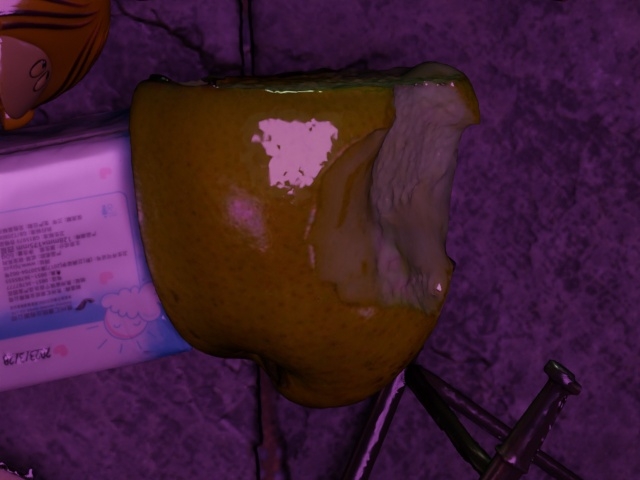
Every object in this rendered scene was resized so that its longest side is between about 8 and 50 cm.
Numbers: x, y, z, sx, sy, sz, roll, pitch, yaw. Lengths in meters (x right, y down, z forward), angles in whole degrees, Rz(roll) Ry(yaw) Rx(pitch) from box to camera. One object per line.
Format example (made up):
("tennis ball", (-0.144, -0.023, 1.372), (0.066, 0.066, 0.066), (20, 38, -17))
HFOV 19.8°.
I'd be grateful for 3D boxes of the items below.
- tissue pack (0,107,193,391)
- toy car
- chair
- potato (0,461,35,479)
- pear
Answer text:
("tissue pack", (-0.248, 0.014, 1.466), (0.271, 0.124, 0.201), (-11, 103, -13))
("toy car", (-0.265, -0.153, 1.374), (0.248, 0.200, 0.142), (-25, 66, -6))
("chair", (0.149, 0.306, 1.508), (0.365, 0.362, 0.410), (36, 94, -17))
("potato", (-0.275, 0.246, 1.529), (0.200, 0.081, 0.164), (34, 99, -14))
("pear", (0.000, 0.000, 1.446), (0.286, 0.176, 0.281), (-9, 106, -50))
